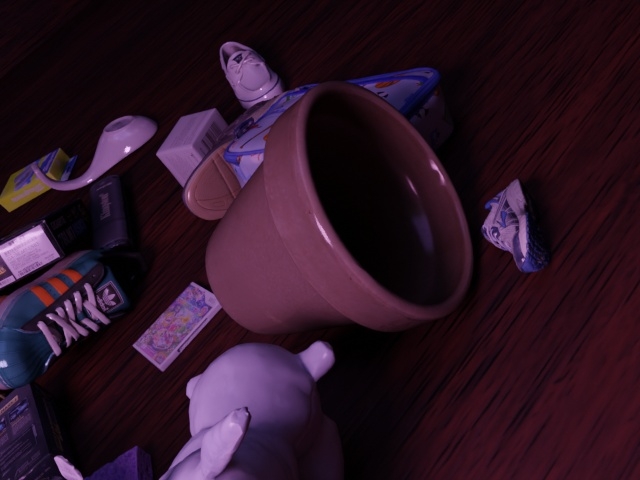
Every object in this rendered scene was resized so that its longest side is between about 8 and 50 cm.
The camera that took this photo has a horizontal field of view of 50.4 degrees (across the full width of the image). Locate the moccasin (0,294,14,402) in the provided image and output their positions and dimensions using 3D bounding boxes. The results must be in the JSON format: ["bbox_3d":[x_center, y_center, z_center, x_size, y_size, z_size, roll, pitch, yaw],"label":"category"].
[{"bbox_3d":[-0.538,0.238,0.946,0.380,0.139,0.147,-45,22,-14],"label":"moccasin"}]

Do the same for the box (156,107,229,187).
[{"bbox_3d":[-0.204,-0.152,1.169,0.087,0.102,0.101,-5,46,33],"label":"box"}]

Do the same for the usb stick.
[{"bbox_3d":[-0.383,-0.042,1.238,0.077,0.045,0.278,-35,35,3],"label":"usb stick"}]

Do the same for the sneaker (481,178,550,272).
[{"bbox_3d":[0.203,-0.007,0.723,0.058,0.052,0.135,-29,27,26],"label":"sneaker"}]

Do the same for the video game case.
[{"bbox_3d":[-0.195,0.115,0.933,0.122,0.011,0.087,-48,37,-18],"label":"video game case"}]

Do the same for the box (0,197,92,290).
[{"bbox_3d":[-0.545,0.038,1.142,0.293,0.073,0.295,-26,14,-3],"label":"box"}]

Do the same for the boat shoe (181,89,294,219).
[{"bbox_3d":[-0.124,-0.139,1.096,0.092,0.103,0.285,3,47,49],"label":"boat shoe"}]

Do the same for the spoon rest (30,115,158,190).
[{"bbox_3d":[-0.476,-0.188,1.471,0.276,0.084,0.137,-31,35,-17],"label":"spoon rest"}]

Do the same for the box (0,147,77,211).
[{"bbox_3d":[-0.658,-0.146,1.585,0.178,0.042,0.109,-25,37,16],"label":"box"}]

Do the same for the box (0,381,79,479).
[{"bbox_3d":[-0.426,0.311,0.858,0.232,0.059,0.183,-43,36,-10],"label":"box"}]

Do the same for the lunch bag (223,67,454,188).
[{"bbox_3d":[0.021,-0.151,0.963,0.303,0.115,0.243,5,42,40],"label":"lunch bag"}]

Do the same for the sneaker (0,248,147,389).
[{"bbox_3d":[-0.350,0.092,0.970,0.121,0.108,0.302,-11,26,17],"label":"sneaker"}]

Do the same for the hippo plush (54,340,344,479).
[{"bbox_3d":[-0.089,0.198,0.549,0.234,0.294,0.236,-18,25,12],"label":"hippo plush"}]

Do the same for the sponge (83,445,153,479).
[{"bbox_3d":[-0.274,0.327,0.740,0.210,0.031,0.117,-34,36,3],"label":"sponge"}]

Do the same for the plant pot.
[{"bbox_3d":[0.000,0.000,0.742,0.229,0.263,0.263,-33,31,37],"label":"plant pot"}]

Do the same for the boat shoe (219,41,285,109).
[{"bbox_3d":[-0.149,-0.329,1.340,0.095,0.084,0.258,-38,35,-4],"label":"boat shoe"}]
